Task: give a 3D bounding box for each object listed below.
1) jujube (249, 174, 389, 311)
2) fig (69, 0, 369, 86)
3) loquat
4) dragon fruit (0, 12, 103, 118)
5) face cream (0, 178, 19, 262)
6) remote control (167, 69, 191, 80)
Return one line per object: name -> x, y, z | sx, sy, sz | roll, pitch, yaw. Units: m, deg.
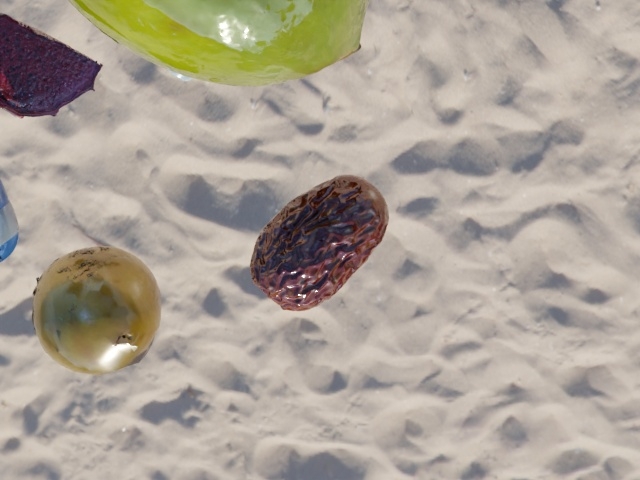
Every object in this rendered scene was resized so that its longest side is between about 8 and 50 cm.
jujube -> 0.000, 0.000, 0.829 | 0.176, 0.109, 0.112 | -46, 154, 6
fig -> -0.098, -0.300, 0.672 | 0.343, 0.343, 0.344 | 2, 123, 3
loquat -> -0.392, 0.122, 1.276 | 0.234, 0.235, 0.235 | 2, 123, 3
dragon fruit -> -0.555, -0.315, 1.301 | 0.274, 0.126, 0.161 | 22, 95, -30
face cream -> -0.538, -0.074, 1.033 | 0.149, 0.083, 0.264 | -31, 116, -5
remote control -> -0.323, -0.392, 1.329 | 0.244, 0.087, 0.047 | 40, 118, -23
